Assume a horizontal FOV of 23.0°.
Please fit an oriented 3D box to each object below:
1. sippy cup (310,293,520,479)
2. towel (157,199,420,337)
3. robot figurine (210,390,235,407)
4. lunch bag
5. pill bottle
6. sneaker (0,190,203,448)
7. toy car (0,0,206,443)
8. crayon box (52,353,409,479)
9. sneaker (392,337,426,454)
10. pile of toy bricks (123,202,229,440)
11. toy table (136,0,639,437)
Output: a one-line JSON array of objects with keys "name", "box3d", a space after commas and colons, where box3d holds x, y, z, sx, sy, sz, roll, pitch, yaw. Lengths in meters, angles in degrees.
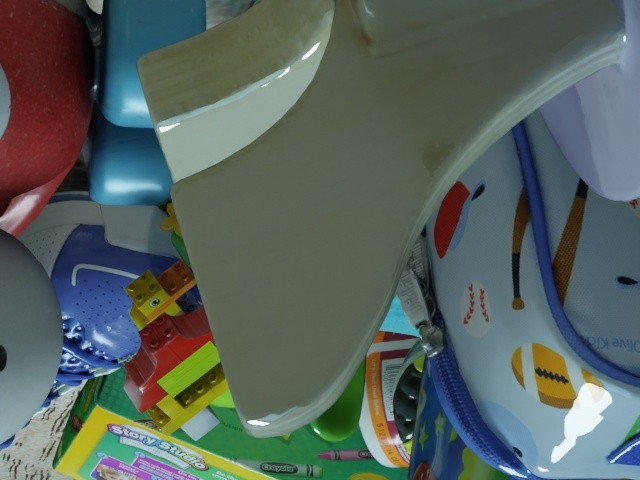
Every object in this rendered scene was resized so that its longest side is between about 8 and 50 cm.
[{"name": "sippy cup", "box3d": [0.147, 0.122, 0.873, 0.240, 0.224, 0.305, 15, 180, -24]}, {"name": "towel", "box3d": [0.000, 0.000, 1.014, 0.272, 0.040, 0.370, 2, 162, -13]}, {"name": "robot figurine", "box3d": [-0.074, 0.077, 1.072, 0.101, 0.067, 0.115, -25, 152, 25]}, {"name": "lunch bag", "box3d": [0.174, 0.005, 0.688, 0.303, 0.243, 0.115, 7, 147, -24]}, {"name": "pill bottle", "box3d": [0.146, 0.111, 1.242, 0.221, 0.121, 0.121, -8, 161, 23]}, {"name": "sneaker", "box3d": [-0.203, 0.084, 0.964, 0.316, 0.182, 0.127, -7, 151, 33]}, {"name": "toy car", "box3d": [-0.167, 0.007, 0.688, 0.219, 0.237, 0.210, 2, 162, -11]}, {"name": "crayon box", "box3d": [-0.075, 0.188, 1.350, 0.279, 0.081, 0.165, 24, 147, -10]}, {"name": "sneaker", "box3d": [0.233, 0.048, 1.074, 0.385, 0.145, 0.147, -13, -163, 4]}, {"name": "pile of toy bricks", "box3d": [-0.023, -0.015, 0.752, 0.212, 0.118, 0.105, -38, 145, -2]}, {"name": "toy table", "box3d": [0.018, -0.084, 0.446, 0.161, 0.252, 0.274, -17, 150, -3]}]
